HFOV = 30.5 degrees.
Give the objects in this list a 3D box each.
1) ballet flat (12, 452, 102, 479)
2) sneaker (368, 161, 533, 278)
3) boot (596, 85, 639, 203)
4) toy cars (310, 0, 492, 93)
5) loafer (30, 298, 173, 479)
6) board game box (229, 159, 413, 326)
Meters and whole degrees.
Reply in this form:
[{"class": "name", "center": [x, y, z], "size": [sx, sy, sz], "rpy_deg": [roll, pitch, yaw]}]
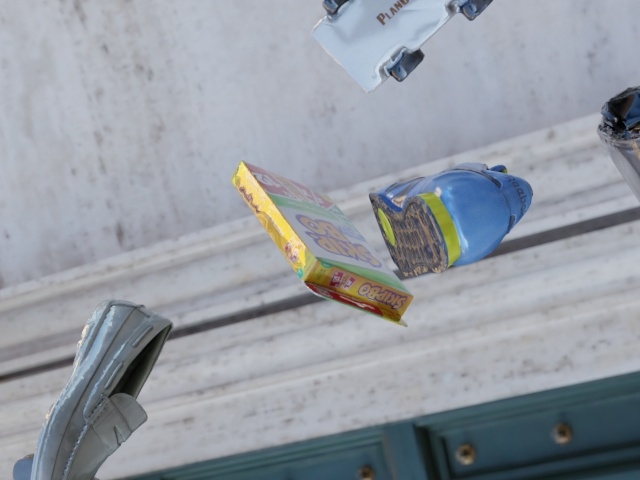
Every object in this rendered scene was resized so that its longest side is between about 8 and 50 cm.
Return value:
[{"class": "ballet flat", "center": [-0.300, 0.344, 1.548], "size": [0.058, 0.250, 0.084], "rpy_deg": [-8, -66, -60]}, {"class": "sneaker", "center": [0.092, -0.019, 0.848], "size": [0.069, 0.082, 0.209], "rpy_deg": [66, 170, -5]}, {"class": "boot", "center": [0.235, 0.010, 0.674], "size": [0.229, 0.091, 0.263], "rpy_deg": [58, -170, 1]}, {"class": "toy cars", "center": [0.081, -0.306, 0.961], "size": [0.087, 0.176, 0.394], "rpy_deg": [-51, -33, -48]}, {"class": "loafer", "center": [-0.280, 0.220, 1.510], "size": [0.112, 0.111, 0.319], "rpy_deg": [84, -160, -60]}, {"class": "board game box", "center": [0.000, 0.000, 1.221], "size": [0.124, 0.039, 0.259], "rpy_deg": [21, -160, -32]}]
